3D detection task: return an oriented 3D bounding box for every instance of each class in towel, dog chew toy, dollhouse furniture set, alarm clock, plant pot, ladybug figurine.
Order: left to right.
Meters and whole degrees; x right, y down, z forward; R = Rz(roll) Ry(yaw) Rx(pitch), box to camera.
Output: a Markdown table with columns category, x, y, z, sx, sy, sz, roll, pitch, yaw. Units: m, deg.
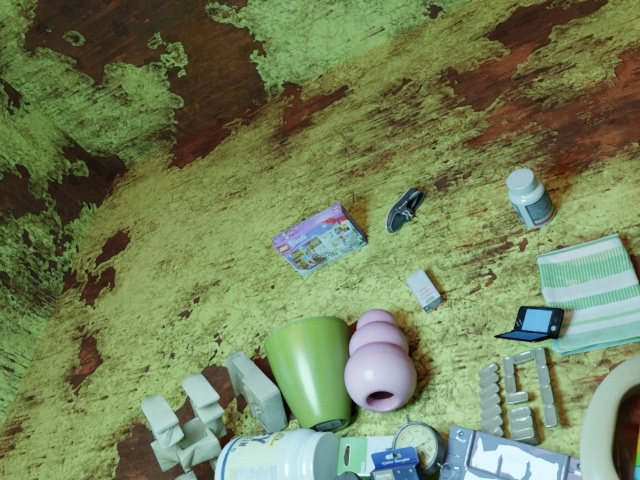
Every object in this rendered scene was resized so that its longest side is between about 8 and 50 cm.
| category | x | y | z | sx | sy | sz | roll | pitch | yaw |
| --- | --- | --- | --- | --- | --- | --- | --- | --- | --- |
| dollhouse furniture set | -0.344 | 0.555 | 1.884 | 0.394 | 0.362 | 0.256 | -26 | 34 | -25 |
| plant pot | -0.011 | 0.423 | 1.813 | 0.274 | 0.275 | 0.293 | -28 | 55 | 17 |
| dog chew toy | 0.174 | 0.336 | 1.768 | 0.206 | 0.206 | 0.332 | -24 | 35 | 21 |
| alarm clock | 0.262 | 0.536 | 1.507 | 0.192 | 0.064 | 0.129 | 27 | 81 | 48 |
| towel | 0.722 | 0.140 | 1.606 | 0.248 | 0.038 | 0.325 | -19 | 44 | 25 |
| ladybug figurine | 0.694 | 0.448 | 1.222 | 0.305 | 0.162 | 0.449 | 13 | 61 | 29 |

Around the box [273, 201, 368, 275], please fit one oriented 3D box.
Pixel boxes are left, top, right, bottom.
| category | x | y | z | sx | sy | sz | roll | pitch | yaw |
| --- | --- | --- | --- | --- | --- | --- | --- | --- | --- |
| box | 0.000 | 0.000 | 2.211 | 0.293 | 0.201 | 0.057 | -27 | 41 | 18 |

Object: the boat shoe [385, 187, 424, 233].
| category | x | y | z | sx | sy | sz | roll | pitch | yaw |
| --- | --- | --- | --- | --- | --- | --- | --- | --- | --- |
| boat shoe | 0.304 | -0.109 | 2.157 | 0.065 | 0.075 | 0.206 | 10 | 57 | 48 |

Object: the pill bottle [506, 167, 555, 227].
| category | x | y | z | sx | sy | sz | roll | pitch | yaw |
| --- | --- | --- | --- | --- | --- | --- | --- | --- | --- |
| pill bottle | 0.633 | -0.130 | 1.814 | 0.108 | 0.180 | 0.108 | -22 | 43 | 23 |

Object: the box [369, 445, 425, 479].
| category | x | y | z | sx | sy | sz | roll | pitch | yaw |
| --- | --- | --- | --- | --- | --- | --- | --- | --- | --- |
| box | 0.206 | 0.629 | 1.471 | 0.136 | 0.036 | 0.225 | -24 | 81 | 33 |

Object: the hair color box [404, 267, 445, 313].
| category | x | y | z | sx | sy | sz | roll | pitch | yaw |
| --- | --- | --- | --- | --- | --- | --- | --- | --- | --- |
| hair color box | 0.332 | 0.161 | 1.909 | 0.072 | 0.043 | 0.141 | -35 | 38 | 8 |

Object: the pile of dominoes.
| category | x | y | z | sx | sy | sz | roll | pitch | yaw |
| --- | --- | --- | --- | --- | --- | --- | --- | --- | --- |
| pile of dominoes | 0.508 | 0.411 | 1.553 | 0.196 | 0.040 | 0.251 | -23 | 35 | 28 |

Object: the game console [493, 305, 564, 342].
| category | x | y | z | sx | sy | sz | roll | pitch | yaw |
| --- | --- | --- | --- | --- | --- | --- | --- | --- | --- |
| game console | 0.556 | 0.222 | 1.601 | 0.144 | 0.085 | 0.124 | -3 | 62 | 57 |

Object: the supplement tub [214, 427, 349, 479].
| category | x | y | z | sx | sy | sz | roll | pitch | yaw |
| --- | --- | --- | --- | --- | --- | --- | --- | --- | --- |
| supplement tub | -0.104 | 0.654 | 1.670 | 0.325 | 0.235 | 0.235 | -17 | 45 | 28 |

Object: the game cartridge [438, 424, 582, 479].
| category | x | y | z | sx | sy | sz | roll | pitch | yaw |
| --- | --- | --- | --- | --- | --- | --- | --- | --- | --- |
| game cartridge | 0.442 | 0.583 | 1.388 | 0.355 | 0.068 | 0.230 | 2 | 63 | 41 |

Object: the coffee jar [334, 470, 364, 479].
| category | x | y | z | sx | sy | sz | roll | pitch | yaw |
| --- | --- | --- | --- | --- | --- | --- | --- | --- | --- |
| coffee jar | 0.107 | 0.660 | 1.525 | 0.079 | 0.184 | 0.096 | -39 | 38 | 4 |

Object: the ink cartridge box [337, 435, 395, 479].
| category | x | y | z | sx | sy | sz | roll | pitch | yaw |
| --- | --- | --- | --- | --- | --- | --- | --- | --- | --- |
| ink cartridge box | 0.156 | 0.591 | 1.617 | 0.209 | 0.062 | 0.109 | -9 | 48 | 20 |
